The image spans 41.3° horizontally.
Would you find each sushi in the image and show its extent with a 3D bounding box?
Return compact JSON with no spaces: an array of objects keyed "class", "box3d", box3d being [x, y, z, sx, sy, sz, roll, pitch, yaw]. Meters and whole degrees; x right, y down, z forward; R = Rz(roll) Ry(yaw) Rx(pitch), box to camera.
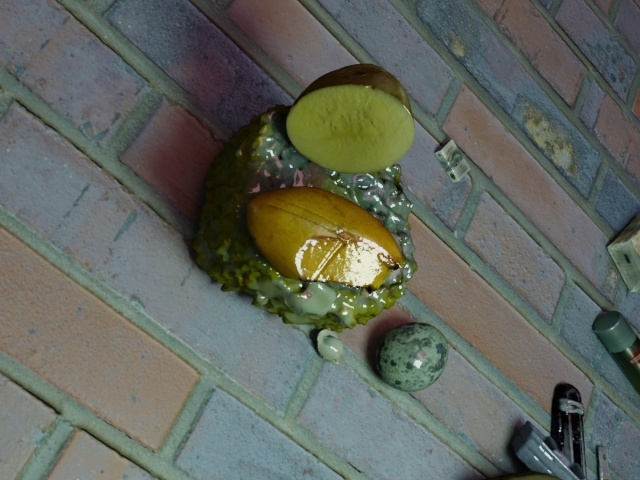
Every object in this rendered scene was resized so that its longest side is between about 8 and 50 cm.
[{"class":"sushi","box3d":[-0.022,-0.018,1.514,0.396,0.240,0.351,26,66,-26]}]

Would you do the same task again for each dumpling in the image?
[{"class":"dumpling","box3d":[0.022,0.199,1.619,0.077,0.043,0.059,29,46,-11]}]

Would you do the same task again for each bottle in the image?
[{"class":"bottle","box3d":[0.793,0.302,2.140,0.286,0.082,0.082,50,56,-16]}]

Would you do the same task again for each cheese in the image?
[{"class":"cheese","box3d":[0.674,0.586,2.015,0.097,0.037,0.192,11,73,-36]}]

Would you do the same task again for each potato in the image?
[{"class":"potato","box3d":[0.058,-0.218,1.387,0.178,0.203,0.158,55,30,-32]}]

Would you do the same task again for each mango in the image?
[{"class":"mango","box3d":[0.000,0.000,1.308,0.252,0.126,0.154,24,79,-13]}]

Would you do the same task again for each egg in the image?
[{"class":"egg","box3d":[0.185,0.226,1.676,0.172,0.132,0.132,-24,94,-49]}]

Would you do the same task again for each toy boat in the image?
[{"class":"toy boat","box3d":[0.531,0.515,1.833,0.078,0.127,0.283,-44,89,6]}]

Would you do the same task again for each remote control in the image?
[{"class":"remote control","box3d":[0.577,0.460,1.952,0.090,0.066,0.266,19,69,-34]}]

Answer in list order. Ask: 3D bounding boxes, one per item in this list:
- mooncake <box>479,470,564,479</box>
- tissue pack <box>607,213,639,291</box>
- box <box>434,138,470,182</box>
[{"class":"mooncake","box3d":[0.385,0.650,1.694,0.378,0.200,0.379,10,71,-31]},{"class":"tissue pack","box3d":[0.860,0.023,2.248,0.196,0.092,0.148,-35,100,-35]},{"class":"box","box3d":[0.299,-0.180,1.920,0.054,0.024,0.083,-44,106,-34]}]
